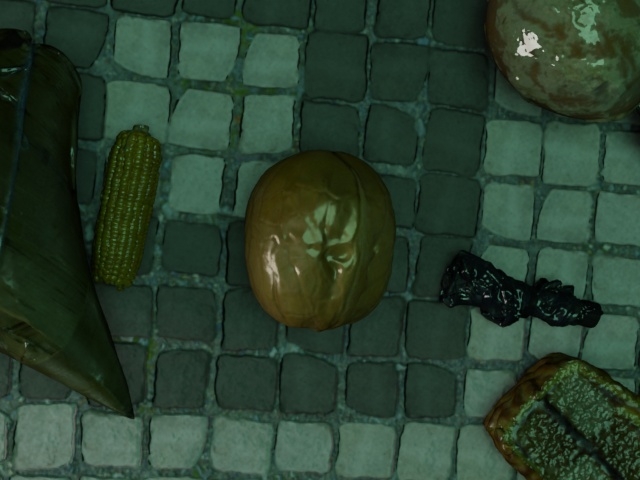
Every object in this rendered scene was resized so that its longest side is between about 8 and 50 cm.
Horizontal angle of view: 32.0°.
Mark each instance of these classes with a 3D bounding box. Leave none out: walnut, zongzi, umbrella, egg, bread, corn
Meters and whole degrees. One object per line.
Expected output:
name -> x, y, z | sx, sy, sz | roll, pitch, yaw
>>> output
walnut -> 0.000, 0.000, 1.368 | 0.193, 0.193, 0.226 | -4, 104, -10
zongzi -> -0.316, -0.027, 1.313 | 0.393, 0.174, 0.356 | 33, 67, -23
umbrella -> 0.270, 0.082, 1.476 | 0.224, 0.071, 0.080 | 14, 118, -16
egg -> 0.317, -0.258, 1.399 | 0.203, 0.203, 0.245 | -43, 94, -5
bread -> 0.343, 0.259, 1.482 | 0.222, 0.096, 0.181 | 41, 86, -8
corn -> -0.240, -0.041, 1.376 | 0.068, 0.068, 0.207 | 11, 94, -11

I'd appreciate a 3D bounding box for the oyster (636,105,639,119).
oyster -> 0.457, -0.242, 1.480 | 0.199, 0.087, 0.252 | -40, 106, -16
